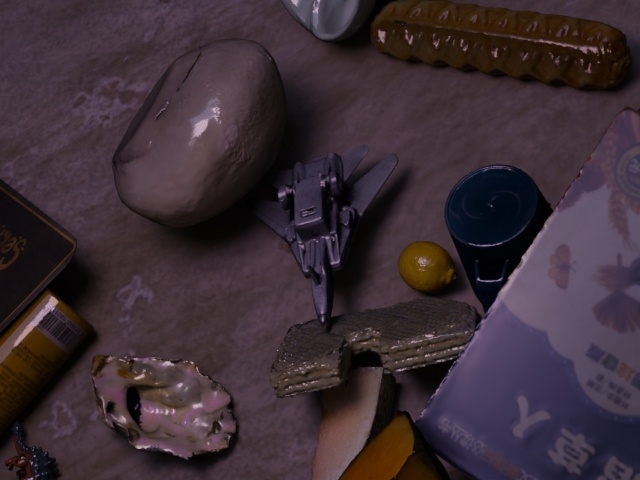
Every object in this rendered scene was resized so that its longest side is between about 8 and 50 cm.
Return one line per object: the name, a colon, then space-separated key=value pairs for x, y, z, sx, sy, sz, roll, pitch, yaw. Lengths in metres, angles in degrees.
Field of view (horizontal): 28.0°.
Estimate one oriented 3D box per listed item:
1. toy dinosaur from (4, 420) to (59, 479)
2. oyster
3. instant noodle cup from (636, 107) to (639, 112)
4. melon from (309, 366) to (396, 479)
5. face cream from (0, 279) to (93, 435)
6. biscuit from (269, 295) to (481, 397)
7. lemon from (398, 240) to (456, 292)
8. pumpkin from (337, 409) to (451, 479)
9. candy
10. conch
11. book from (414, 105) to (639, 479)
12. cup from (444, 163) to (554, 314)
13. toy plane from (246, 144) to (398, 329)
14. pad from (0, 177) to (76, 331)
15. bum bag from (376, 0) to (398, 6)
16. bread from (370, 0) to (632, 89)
toy dinosaur: x=-0.363 y=0.285 z=1.618 sx=0.055 sy=0.049 sz=0.154 roll=-35 pitch=50 yaw=-3
oyster: x=-0.200 y=0.212 z=1.584 sx=0.209 sy=0.072 sz=0.133 roll=9 pitch=57 yaw=7
instant noodle cup: x=0.415 y=-0.091 z=1.443 sx=0.208 sy=0.125 sz=0.178 roll=-2 pitch=61 yaw=24
melon: x=0.029 y=0.232 z=1.471 sx=0.098 sy=0.054 sz=0.182 roll=-7 pitch=58 yaw=28
face cream: x=-0.448 y=0.214 z=1.668 sx=0.105 sy=0.105 sz=0.349 roll=33 pitch=78 yaw=36
biscuit: x=0.066 y=0.117 z=1.477 sx=0.249 sy=0.046 sz=0.147 roll=-13 pitch=15 yaw=15
lemon: x=0.129 y=0.032 z=1.539 sx=0.083 sy=0.062 sz=0.062 roll=22 pitch=72 yaw=33
pumpkin: x=0.067 y=0.340 z=1.354 sx=0.312 sy=0.148 sz=0.169 roll=-58 pitch=9 yaw=8
candy: x=-0.145 y=-0.136 z=1.670 sx=0.295 sy=0.185 sz=0.295 roll=-45 pitch=19 yaw=21
conch: x=0.014 y=-0.369 z=1.772 sx=0.120 sy=0.185 sz=0.221 roll=-19 pitch=55 yaw=-19
book: x=0.328 y=0.108 z=1.325 sx=0.300 sy=0.039 sz=0.428 roll=32 pitch=88 yaw=19
cup: x=0.211 y=0.016 z=1.453 sx=0.131 sy=0.155 sz=0.177 roll=-3 pitch=58 yaw=24
toy plane: x=-0.005 y=-0.008 z=1.570 sx=0.212 sy=0.088 sz=0.267 roll=-16 pitch=40 yaw=16
pad: x=-0.475 y=-0.003 z=1.773 sx=0.315 sy=0.063 sz=0.375 roll=-46 pitch=36 yaw=-12
bum bag: x=0.195 y=-0.436 z=1.787 sx=0.310 sy=0.074 sz=0.137 roll=-37 pitch=70 yaw=0
bread: x=0.227 y=-0.258 z=1.665 sx=0.367 sy=0.077 sz=0.084 roll=14 pitch=64 yaw=32
